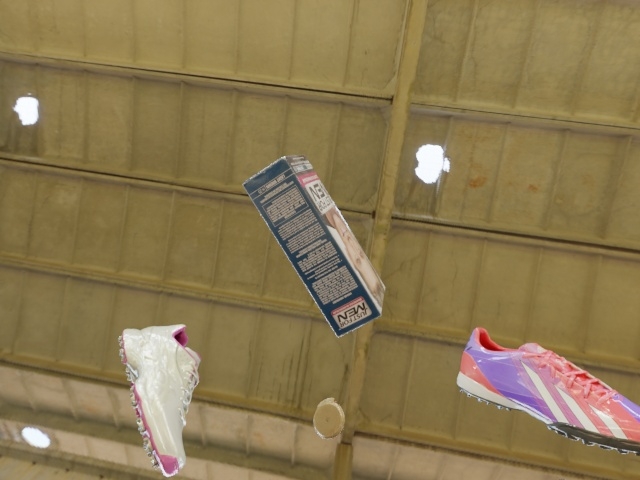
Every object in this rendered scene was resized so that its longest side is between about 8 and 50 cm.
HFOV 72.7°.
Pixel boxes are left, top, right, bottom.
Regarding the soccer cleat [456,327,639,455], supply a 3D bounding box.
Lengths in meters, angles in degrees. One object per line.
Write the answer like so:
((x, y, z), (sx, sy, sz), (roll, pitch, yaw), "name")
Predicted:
((0.360, 0.223, 0.671), (0.109, 0.318, 0.116), (13, -94, -38), "soccer cleat")

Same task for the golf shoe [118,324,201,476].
((-0.278, 0.267, 0.800), (0.140, 0.306, 0.115), (-13, -46, -25), "golf shoe")

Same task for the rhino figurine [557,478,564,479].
((0.385, 0.544, 0.827), (0.243, 0.106, 0.073), (-40, -115, -8), "rhino figurine")

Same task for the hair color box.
((0.000, 0.000, 0.886), (0.105, 0.174, 0.347), (-30, -84, 16), "hair color box")

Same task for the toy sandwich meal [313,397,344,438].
((0.021, 0.395, 0.963), (0.085, 0.085, 0.029), (-31, -37, 14), "toy sandwich meal")
